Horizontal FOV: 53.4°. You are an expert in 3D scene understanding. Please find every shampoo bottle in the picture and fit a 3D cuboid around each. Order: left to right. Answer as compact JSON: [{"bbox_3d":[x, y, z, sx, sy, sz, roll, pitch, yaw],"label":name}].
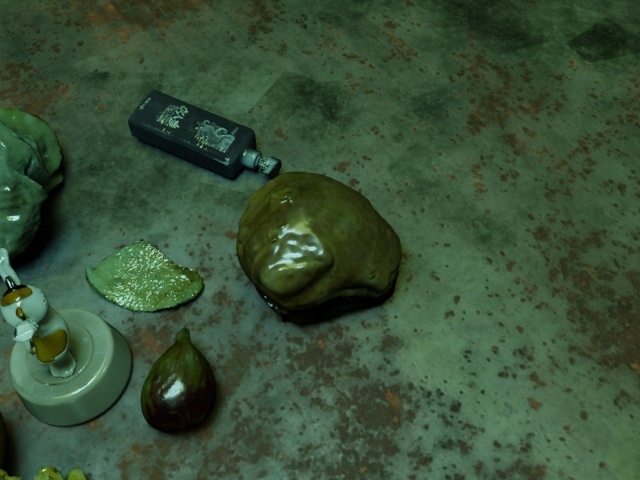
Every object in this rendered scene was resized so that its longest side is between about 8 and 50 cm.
[{"bbox_3d":[-0.216,-0.193,1.230,0.309,0.071,0.098,24,58,14],"label":"shampoo bottle"}]

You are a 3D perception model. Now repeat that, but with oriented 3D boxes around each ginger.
[{"bbox_3d":[0.000,-0.003,1.018,0.269,0.223,0.201,-16,54,-7],"label":"ginger"}]

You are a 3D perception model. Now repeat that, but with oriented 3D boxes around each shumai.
[{"bbox_3d":[-0.580,-0.104,1.137,0.309,0.304,0.263,11,23,10],"label":"shumai"}]

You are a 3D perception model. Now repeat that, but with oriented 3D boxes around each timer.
[{"bbox_3d":[-0.385,0.137,0.898,0.175,0.266,0.175,0,57,0],"label":"timer"}]

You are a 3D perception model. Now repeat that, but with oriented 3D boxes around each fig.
[{"bbox_3d":[-0.212,0.204,0.950,0.109,0.103,0.155,3,63,-24],"label":"fig"}]

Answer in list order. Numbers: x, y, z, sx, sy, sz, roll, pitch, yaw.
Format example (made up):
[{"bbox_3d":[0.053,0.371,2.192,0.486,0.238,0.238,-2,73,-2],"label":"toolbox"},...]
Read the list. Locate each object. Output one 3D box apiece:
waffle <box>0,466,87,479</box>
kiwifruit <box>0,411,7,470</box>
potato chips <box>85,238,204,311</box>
[{"bbox_3d":[-0.326,0.352,0.748,0.281,0.301,0.058,36,87,15],"label":"waffle"},{"bbox_3d":[-0.517,0.306,0.836,0.195,0.196,0.234,-8,60,-4],"label":"kiwifruit"},{"bbox_3d":[-0.305,0.060,1.093,0.209,0.026,0.143,-6,60,0],"label":"potato chips"}]
